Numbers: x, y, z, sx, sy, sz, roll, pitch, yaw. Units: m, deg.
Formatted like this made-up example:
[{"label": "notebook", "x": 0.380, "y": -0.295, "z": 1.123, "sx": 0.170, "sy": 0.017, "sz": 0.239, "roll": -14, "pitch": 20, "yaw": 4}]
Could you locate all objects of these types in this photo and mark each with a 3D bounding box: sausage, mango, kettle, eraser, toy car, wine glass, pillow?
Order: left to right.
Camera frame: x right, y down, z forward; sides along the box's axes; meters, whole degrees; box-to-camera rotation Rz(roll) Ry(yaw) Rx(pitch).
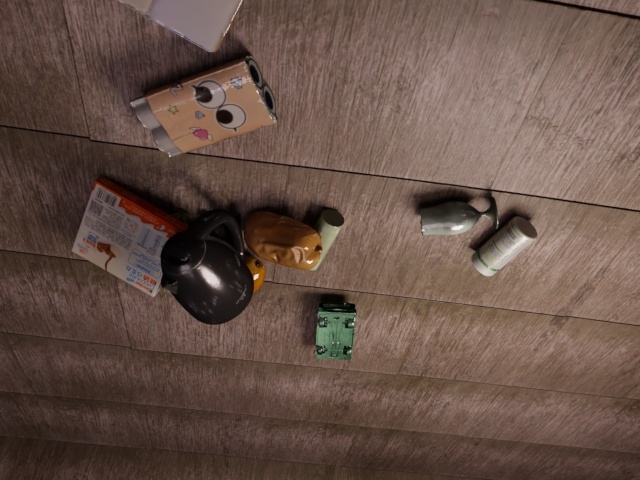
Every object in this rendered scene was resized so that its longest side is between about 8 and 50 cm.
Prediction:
[{"label": "eraser", "x": -0.260, "y": -0.303, "z": 1.247, "sx": 0.291, "sy": 0.087, "sz": 0.171, "roll": -14, "pitch": 133, "yaw": 16}, {"label": "kettle", "x": -0.304, "y": 0.054, "z": 1.468, "sx": 0.207, "sy": 0.268, "sz": 0.290, "roll": 24, "pitch": 159, "yaw": 26}, {"label": "pillow", "x": -0.273, "y": -0.013, "z": 1.589, "sx": 0.090, "sy": 0.048, "sz": 0.150, "roll": 7, "pitch": 135, "yaw": -2}, {"label": "mango", "x": -0.280, "y": 0.121, "z": 1.686, "sx": 0.253, "sy": 0.113, "sz": 0.138, "roll": -14, "pitch": 134, "yaw": 20}, {"label": "sausage", "x": -0.104, "y": 0.001, "z": 1.516, "sx": 0.241, "sy": 0.120, "sz": 0.136, "roll": 18, "pitch": 138, "yaw": 17}, {"label": "toy car", "x": 0.047, "y": 0.312, "z": 1.888, "sx": 0.142, "sy": 0.097, "sz": 0.320, "roll": 2, "pitch": 138, "yaw": 1}, {"label": "wine glass", "x": 0.368, "y": -0.062, "z": 1.474, "sx": 0.202, "sy": 0.093, "sz": 0.093, "roll": -6, "pitch": 137, "yaw": 10}]

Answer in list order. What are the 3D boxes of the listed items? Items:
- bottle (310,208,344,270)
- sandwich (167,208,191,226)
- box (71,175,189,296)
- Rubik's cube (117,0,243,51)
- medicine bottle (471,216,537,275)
[{"label": "bottle", "x": 0.000, "y": 0.000, "z": 1.572, "sx": 0.072, "sy": 0.072, "sz": 0.201, "roll": 16, "pitch": 136, "yaw": -14}, {"label": "sandwich", "x": -0.437, "y": 0.015, "z": 1.624, "sx": 0.245, "sy": 0.063, "sz": 0.212, "roll": -18, "pitch": 137, "yaw": 22}, {"label": "box", "x": -0.534, "y": -0.004, "z": 1.525, "sx": 0.273, "sy": 0.048, "sz": 0.265, "roll": 31, "pitch": 120, "yaw": -6}, {"label": "Rubik's cube", "x": -0.208, "y": -0.558, "z": 0.785, "sx": 0.347, "sy": 0.344, "sz": 0.346, "roll": 27, "pitch": 131, "yaw": -22}, {"label": "medicine bottle", "x": 0.521, "y": 0.018, "z": 1.556, "sx": 0.086, "sy": 0.086, "sz": 0.183, "roll": 21, "pitch": 134, "yaw": -19}]
